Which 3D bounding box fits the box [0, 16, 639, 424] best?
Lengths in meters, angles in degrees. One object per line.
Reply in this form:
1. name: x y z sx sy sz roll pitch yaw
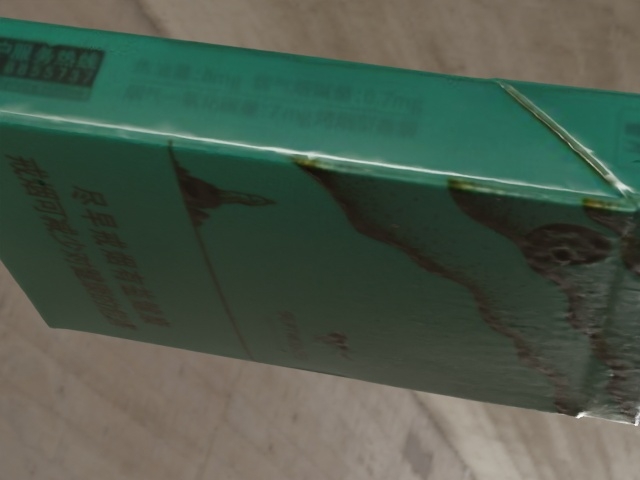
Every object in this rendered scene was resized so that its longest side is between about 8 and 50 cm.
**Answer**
1. box: 0.000 0.000 0.395 0.161 0.227 0.042 76 -156 -63
